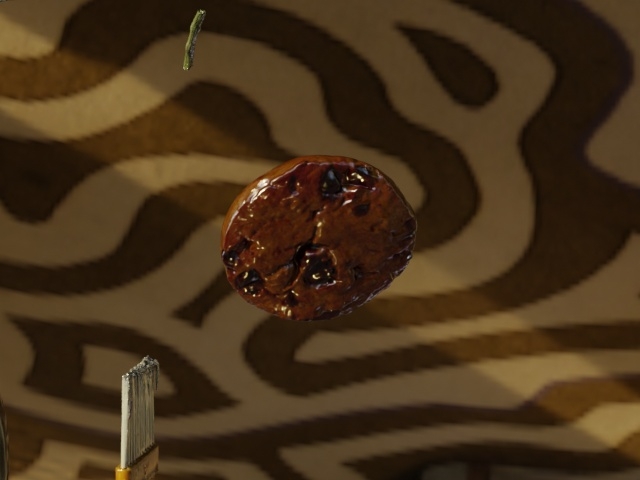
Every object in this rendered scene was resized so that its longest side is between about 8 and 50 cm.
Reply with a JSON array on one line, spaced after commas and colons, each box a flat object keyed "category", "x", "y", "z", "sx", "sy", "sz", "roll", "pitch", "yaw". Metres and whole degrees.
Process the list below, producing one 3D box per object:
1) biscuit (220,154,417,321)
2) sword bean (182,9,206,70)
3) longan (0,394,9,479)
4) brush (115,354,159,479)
[{"category": "biscuit", "x": 0.000, "y": 0.000, "z": 1.598, "sx": 0.192, "sy": 0.049, "sz": 0.192, "roll": -10, "pitch": 129, "yaw": -12}, {"category": "sword bean", "x": -0.120, "y": -0.190, "z": 1.603, "sx": 0.012, "sy": 0.012, "sz": 0.083, "roll": 12, "pitch": 144, "yaw": -7}, {"category": "longan", "x": -0.418, "y": 0.163, "z": 1.378, "sx": 0.350, "sy": 0.288, "sz": 0.288, "roll": 30, "pitch": 156, "yaw": 24}, {"category": "brush", "x": -0.131, "y": 0.243, "z": 1.207, "sx": 0.017, "sy": 0.314, "sz": 0.090, "roll": 1, "pitch": -175, "yaw": 8}]
